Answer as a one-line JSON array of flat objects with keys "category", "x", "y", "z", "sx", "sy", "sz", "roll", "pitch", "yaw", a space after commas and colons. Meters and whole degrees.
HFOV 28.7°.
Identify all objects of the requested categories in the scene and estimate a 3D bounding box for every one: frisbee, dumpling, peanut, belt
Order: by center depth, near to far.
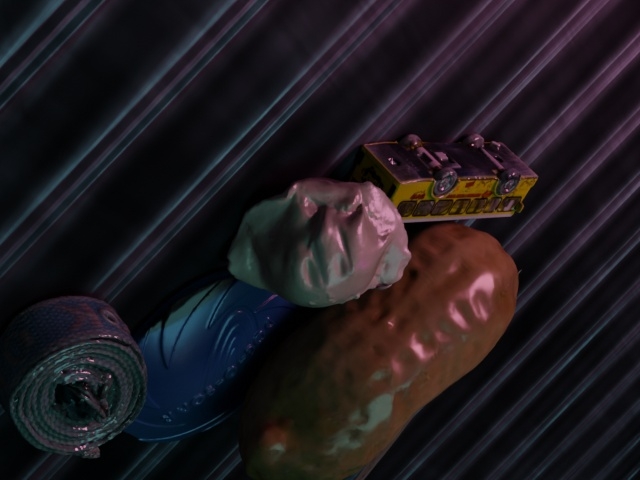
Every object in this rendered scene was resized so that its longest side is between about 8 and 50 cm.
[{"category": "belt", "x": -0.232, "y": 0.130, "z": 1.172, "sx": 0.147, "sy": 0.082, "sz": 0.163, "roll": -47, "pitch": 145, "yaw": 11}, {"category": "dumpling", "x": 0.000, "y": 0.000, "z": 1.248, "sx": 0.188, "sy": 0.108, "sz": 0.127, "roll": -2, "pitch": 121, "yaw": -4}, {"category": "frisbee", "x": -0.112, "y": 0.131, "z": 1.335, "sx": 0.242, "sy": 0.045, "sz": 0.242, "roll": -29, "pitch": 143, "yaw": -25}, {"category": "peanut", "x": 0.060, "y": 0.124, "z": 1.378, "sx": 0.387, "sy": 0.169, "sz": 0.192, "roll": -40, "pitch": 176, "yaw": -20}]

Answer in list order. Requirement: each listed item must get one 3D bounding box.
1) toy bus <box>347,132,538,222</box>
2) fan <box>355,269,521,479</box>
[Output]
[{"category": "toy bus", "x": 0.137, "y": -0.066, "z": 1.353, "sx": 0.226, "sy": 0.081, "sz": 0.074, "roll": -5, "pitch": 131, "yaw": -44}, {"category": "fan", "x": 0.135, "y": 0.197, "z": 1.622, "sx": 0.415, "sy": 0.012, "sz": 0.233, "roll": -55, "pitch": 170, "yaw": 13}]
